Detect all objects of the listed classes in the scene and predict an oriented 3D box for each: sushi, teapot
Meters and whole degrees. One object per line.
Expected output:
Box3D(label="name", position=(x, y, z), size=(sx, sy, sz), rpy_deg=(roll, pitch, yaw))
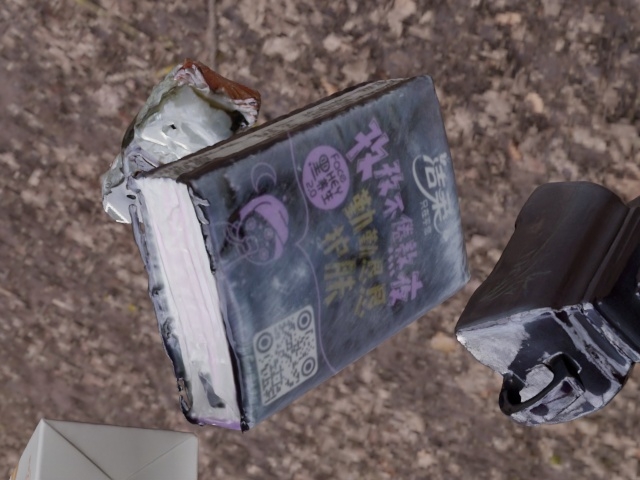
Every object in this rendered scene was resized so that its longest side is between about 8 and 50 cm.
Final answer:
Box3D(label="sushi", position=(-0.185, -0.116, 1.312), size=(0.124, 0.130, 0.332), rpy_deg=(29, 134, -16))
Box3D(label="teapot", position=(0.154, 0.029, 0.572), size=(0.087, 0.177, 0.096), rpy_deg=(45, 151, -16))

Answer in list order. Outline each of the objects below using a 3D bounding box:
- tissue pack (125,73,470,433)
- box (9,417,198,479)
Box3D(label="tissue pack", position=(0.000, 0.000, 1.040), size=(0.122, 0.361, 0.259), rpy_deg=(7, 117, 42))
Box3D(label="box", position=(-0.230, 0.329, 0.962), size=(0.144, 0.224, 0.341), rpy_deg=(10, 146, -21))
